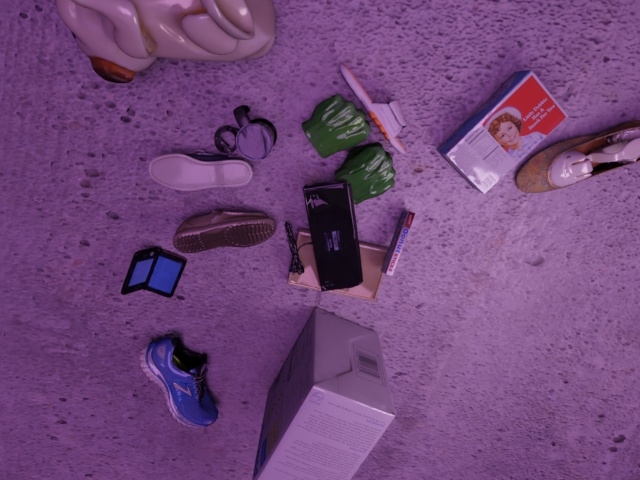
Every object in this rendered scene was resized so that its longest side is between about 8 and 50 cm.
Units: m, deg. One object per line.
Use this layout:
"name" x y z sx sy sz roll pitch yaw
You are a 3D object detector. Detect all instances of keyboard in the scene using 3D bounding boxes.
"keyboard" 0.000 0.000 1.102 0.202 0.033 0.317 -8 116 4

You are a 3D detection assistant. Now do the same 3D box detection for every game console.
"game console" -0.464 0.099 1.156 0.085 0.124 0.144 32 109 15

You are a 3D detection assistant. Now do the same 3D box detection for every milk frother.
"milk frother" -0.187 -0.240 1.000 0.129 0.134 0.143 42 105 -15

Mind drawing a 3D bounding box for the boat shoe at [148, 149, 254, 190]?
"boat shoe" -0.297 -0.181 1.051 0.255 0.079 0.095 -4 109 -2

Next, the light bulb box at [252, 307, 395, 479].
"light bulb box" 0.001 0.451 1.156 0.225 0.358 0.361 24 110 -8

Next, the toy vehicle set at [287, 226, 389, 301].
"toy vehicle set" 0.051 0.072 1.181 0.267 0.035 0.166 13 110 -6

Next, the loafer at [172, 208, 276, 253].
"loafer" -0.254 -0.038 1.101 0.269 0.092 0.102 -7 139 -14

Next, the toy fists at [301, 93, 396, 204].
"toy fists" 0.084 -0.228 1.036 0.142 0.096 0.279 -28 111 22

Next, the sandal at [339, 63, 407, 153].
"sandal" 0.147 -0.325 0.994 0.076 0.102 0.265 -35 106 14

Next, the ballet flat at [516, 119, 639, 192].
"ballet flat" 0.683 -0.207 1.047 0.349 0.123 0.123 -21 110 7

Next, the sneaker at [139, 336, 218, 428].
"sneaker" -0.400 0.433 1.262 0.147 0.130 0.330 -24 110 10

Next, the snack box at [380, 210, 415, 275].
"snack box" 0.207 0.006 1.116 0.022 0.064 0.178 20 91 -6

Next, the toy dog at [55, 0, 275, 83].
"toy dog" -0.322 -0.478 0.827 0.408 0.395 0.284 -5 93 16

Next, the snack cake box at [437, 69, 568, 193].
"snack cake box" 0.445 -0.266 1.031 0.152 0.089 0.264 42 105 -14
